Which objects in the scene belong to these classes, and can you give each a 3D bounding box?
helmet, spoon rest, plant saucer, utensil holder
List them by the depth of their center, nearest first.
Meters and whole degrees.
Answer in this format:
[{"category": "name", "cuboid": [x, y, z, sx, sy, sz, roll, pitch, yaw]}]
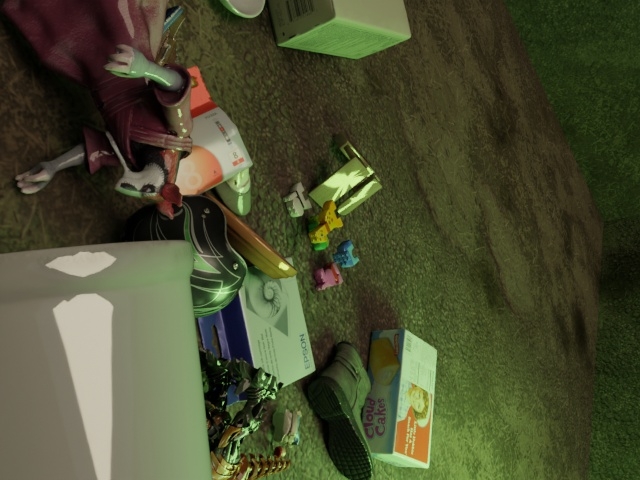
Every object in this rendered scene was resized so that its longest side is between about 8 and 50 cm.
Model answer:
[{"category": "utensil holder", "cuboid": [-0.274, 0.209, 0.660, 0.327, 0.327, 0.386, -4, 86, -53]}, {"category": "helmet", "cuboid": [-0.196, 0.033, 0.937, 0.169, 0.169, 0.162, 6, 59, -52]}, {"category": "plant saucer", "cuboid": [-0.122, -0.001, 1.055, 0.037, 0.200, 0.200, -49, 128, -3]}, {"category": "spoon rest", "cuboid": [-0.170, -0.548, 1.193, 0.137, 0.084, 0.277, -29, 104, -52]}]

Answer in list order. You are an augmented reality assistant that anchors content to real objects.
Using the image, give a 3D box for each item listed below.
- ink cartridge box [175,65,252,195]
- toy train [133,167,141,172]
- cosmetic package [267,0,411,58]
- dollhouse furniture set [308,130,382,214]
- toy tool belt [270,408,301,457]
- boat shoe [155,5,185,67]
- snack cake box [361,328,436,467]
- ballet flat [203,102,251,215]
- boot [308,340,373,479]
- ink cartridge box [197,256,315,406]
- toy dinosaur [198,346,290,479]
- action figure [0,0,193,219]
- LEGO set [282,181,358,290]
[{"category": "ink cartridge box", "cuboid": [-0.201, -0.167, 1.009, 0.145, 0.045, 0.179, -34, 112, -33]}, {"category": "toy train", "cuboid": [-0.273, -0.124, 0.990, 0.036, 0.027, 0.158, -49, 120, -51]}, {"category": "cosmetic package", "cuboid": [0.048, -0.481, 1.401, 0.309, 0.160, 0.113, -14, 92, -54]}, {"category": "dollhouse furniture set", "cuboid": [0.044, -0.137, 1.415, 0.144, 0.123, 0.151, 43, 15, -39]}, {"category": "toy tool belt", "cuboid": [-0.054, 0.338, 1.139, 0.051, 0.052, 0.083, 19, 66, -40]}, {"category": "boat shoe", "cuboid": [-0.263, -0.297, 1.027, 0.066, 0.066, 0.183, 53, 53, -37]}, {"category": "snack cake box", "cuboid": [0.172, 0.341, 1.407, 0.152, 0.089, 0.265, 37, 54, -44]}, {"category": "ballet flat", "cuboid": [-0.162, -0.137, 1.107, 0.072, 0.068, 0.213, -51, 121, -46]}, {"category": "boot", "cuboid": [0.070, 0.335, 1.287, 0.161, 0.083, 0.247, -41, 115, -56]}, {"category": "ink cartridge box", "cuboid": [-0.108, 0.152, 1.121, 0.224, 0.045, 0.224, -15, 93, -53]}, {"category": "toy dinosaur", "cuboid": [-0.168, 0.281, 0.964, 0.219, 0.164, 0.322, -67, 152, -17]}, {"category": "action figure", "cuboid": [-0.265, -0.203, 0.883, 0.275, 0.248, 0.370, -30, 99, -62]}, {"category": "LEGO set", "cuboid": [0.000, 0.000, 1.271, 0.093, 0.087, 0.227, -42, 113, -50]}]
